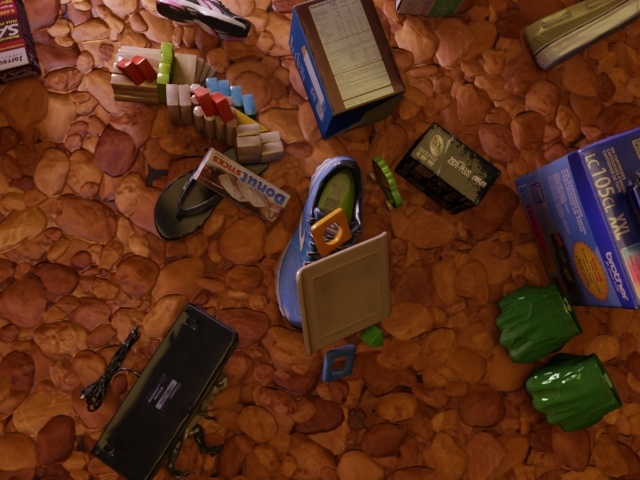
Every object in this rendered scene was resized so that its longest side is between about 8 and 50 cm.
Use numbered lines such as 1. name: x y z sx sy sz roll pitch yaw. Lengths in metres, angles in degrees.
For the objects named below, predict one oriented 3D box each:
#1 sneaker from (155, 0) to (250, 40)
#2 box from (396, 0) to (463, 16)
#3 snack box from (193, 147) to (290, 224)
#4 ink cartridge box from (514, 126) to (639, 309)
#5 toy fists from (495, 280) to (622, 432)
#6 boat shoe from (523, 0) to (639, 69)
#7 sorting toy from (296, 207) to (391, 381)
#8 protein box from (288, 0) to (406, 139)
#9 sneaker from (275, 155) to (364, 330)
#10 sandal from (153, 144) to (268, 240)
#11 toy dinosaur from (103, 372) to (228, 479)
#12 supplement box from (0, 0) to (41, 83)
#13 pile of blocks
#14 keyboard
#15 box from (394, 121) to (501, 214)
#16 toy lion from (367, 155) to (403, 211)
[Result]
1. sneaker: -0.212 -0.440 1.464 0.178 0.072 0.077 21 74 -8
2. box: 0.214 -0.561 1.409 0.126 0.262 0.231 1 85 -5
3. snack box: -0.141 -0.097 1.426 0.178 0.022 0.064 30 84 -29
4. ink cartridge box: 0.493 -0.030 1.322 0.151 0.395 0.270 -20 87 -6
5. toy fists: 0.425 0.214 1.434 0.142 0.096 0.279 -28 89 21
6. boat shoe: 0.536 -0.440 1.504 0.302 0.109 0.094 -30 86 -3
7. sorting toy: 0.038 0.086 1.358 0.196 0.047 0.348 -24 128 -26
8. protein box: 0.041 -0.314 1.405 0.135 0.200 0.201 -19 87 -6
9. sneaker: 0.000 0.000 1.405 0.129 0.147 0.330 14 86 -3
10. sandal: -0.208 -0.103 1.442 0.254 0.054 0.097 -42 90 -6
11. toy dinosaur: -0.249 0.355 1.402 0.268 0.064 0.118 -39 75 -6
12. supplement box: -0.608 -0.409 1.425 0.130 0.073 0.240 -16 88 -5
13. pile of blocks: -0.215 -0.269 1.410 0.362 0.113 0.149 28 73 1
14. keyboard: -0.303 0.255 1.400 0.201 0.033 0.317 30 80 13
15. box: 0.225 -0.126 1.416 0.147 0.180 0.078 37 85 0
16. toy lion: 0.123 -0.107 1.448 0.034 0.096 0.100 -29 89 -6
